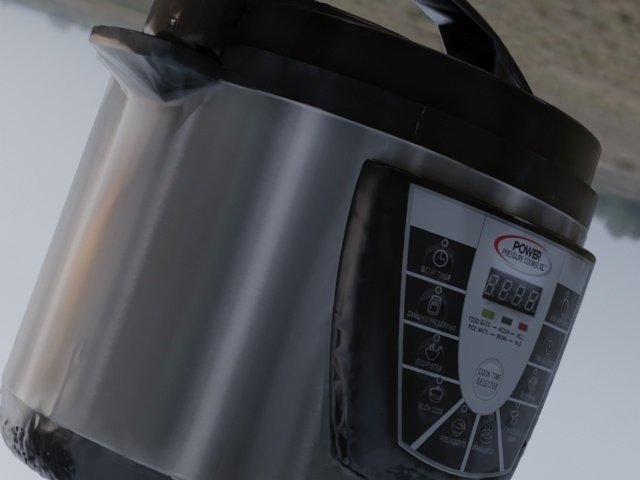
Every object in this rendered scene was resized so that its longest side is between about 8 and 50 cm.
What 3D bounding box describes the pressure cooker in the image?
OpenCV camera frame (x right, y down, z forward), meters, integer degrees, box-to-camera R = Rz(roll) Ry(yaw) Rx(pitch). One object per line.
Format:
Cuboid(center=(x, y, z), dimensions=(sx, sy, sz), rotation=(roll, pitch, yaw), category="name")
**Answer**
Cuboid(center=(-0.005, -0.002, 0.937), dimensions=(0.375, 0.420, 0.370), rotation=(20, 177, 2), category="pressure cooker")
